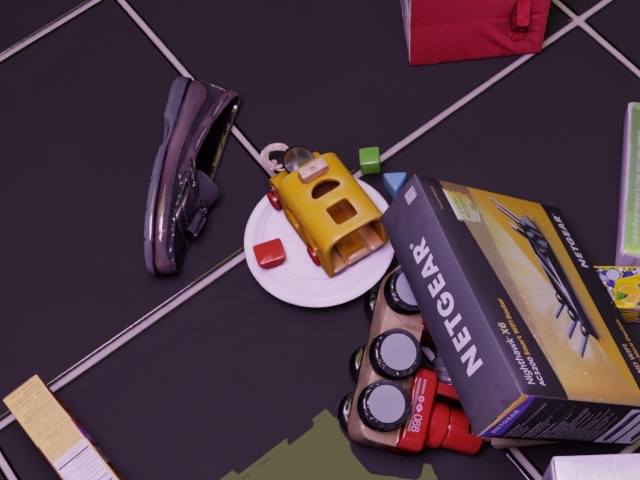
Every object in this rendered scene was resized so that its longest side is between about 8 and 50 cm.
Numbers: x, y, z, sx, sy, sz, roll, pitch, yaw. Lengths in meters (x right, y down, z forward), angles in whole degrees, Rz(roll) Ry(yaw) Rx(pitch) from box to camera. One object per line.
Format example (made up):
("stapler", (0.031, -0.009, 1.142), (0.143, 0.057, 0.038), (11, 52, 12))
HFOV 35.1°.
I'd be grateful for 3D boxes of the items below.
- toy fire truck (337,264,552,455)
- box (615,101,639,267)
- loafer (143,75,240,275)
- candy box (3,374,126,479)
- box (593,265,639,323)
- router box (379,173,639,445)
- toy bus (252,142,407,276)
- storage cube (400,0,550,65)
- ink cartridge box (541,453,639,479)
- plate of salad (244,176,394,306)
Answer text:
("toy fire truck", (0.171, 0.156, 1.198), (0.246, 0.158, 0.217), (18, 71, -9))
("box", (0.552, -0.055, 1.308), (0.322, 0.058, 0.232), (8, 65, 7))
("loafer", (-0.170, -0.092, 1.356), (0.095, 0.109, 0.302), (4, 61, 2))
("candy box", (-0.286, 0.253, 1.189), (0.053, 0.109, 0.186), (-38, 68, -13))
("box", (0.403, 0.068, 1.258), (0.169, 0.054, 0.059), (0, 63, 5))
("router box", (0.228, 0.077, 1.143), (0.243, 0.081, 0.308), (10, 43, -34))
("toy bus", (-0.002, -0.060, 1.269), (0.202, 0.104, 0.190), (8, 63, 10))
("storage cube", (0.209, -0.379, 1.421), (0.193, 0.183, 0.214), (-5, 64, 2))
("ink cartridge box", (0.344, 0.269, 1.070), (0.224, 0.223, 0.045), (-5, 64, 4))
("plate of salad", (0.000, 0.000, 1.325), (0.200, 0.048, 0.199), (-2, 62, 5))
